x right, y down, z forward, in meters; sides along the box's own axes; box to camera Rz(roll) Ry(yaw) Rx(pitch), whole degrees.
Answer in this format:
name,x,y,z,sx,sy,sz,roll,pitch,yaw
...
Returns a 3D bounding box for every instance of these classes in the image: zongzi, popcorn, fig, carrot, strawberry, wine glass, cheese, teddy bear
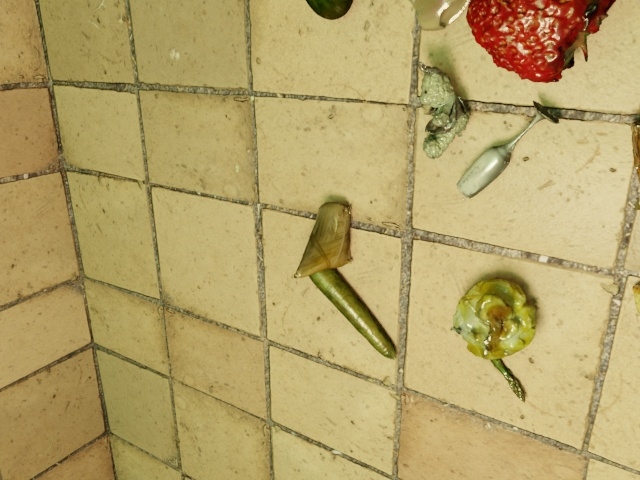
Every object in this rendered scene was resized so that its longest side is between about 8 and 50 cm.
name,x,y,z,sx,sy,sz,roll,pitch,yaw
zongzi,0.000,0.000,1.505,0.099,0.197,0.195,16,113,40
popcorn,0.394,0.179,1.298,0.197,0.212,0.198,-3,79,15
fig,0.005,-0.580,1.303,0.117,0.177,0.117,0,91,26
carrot,0.091,0.197,1.594,0.359,0.074,0.074,50,128,9
strawberry,0.397,-0.428,1.030,0.257,0.261,0.261,37,125,9
wine glass,0.396,-0.187,1.237,0.074,0.074,0.262,49,128,10
cheese,0.200,-0.589,1.222,0.286,0.082,0.163,48,125,15
teddy bear,0.275,-0.290,1.248,0.111,0.133,0.213,-3,116,9

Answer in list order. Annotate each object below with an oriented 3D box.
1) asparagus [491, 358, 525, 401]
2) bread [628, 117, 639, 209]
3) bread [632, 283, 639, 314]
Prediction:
name,x,y,z,sx,sy,sz,roll,pitch,yaw
asparagus,0.436,0.300,1.408,0.027,0.034,0.236,-41,84,30
bread,0.667,-0.096,0.958,0.248,0.279,0.316,-17,85,31
bread,0.678,0.153,1.115,0.127,0.152,0.147,-2,108,44
